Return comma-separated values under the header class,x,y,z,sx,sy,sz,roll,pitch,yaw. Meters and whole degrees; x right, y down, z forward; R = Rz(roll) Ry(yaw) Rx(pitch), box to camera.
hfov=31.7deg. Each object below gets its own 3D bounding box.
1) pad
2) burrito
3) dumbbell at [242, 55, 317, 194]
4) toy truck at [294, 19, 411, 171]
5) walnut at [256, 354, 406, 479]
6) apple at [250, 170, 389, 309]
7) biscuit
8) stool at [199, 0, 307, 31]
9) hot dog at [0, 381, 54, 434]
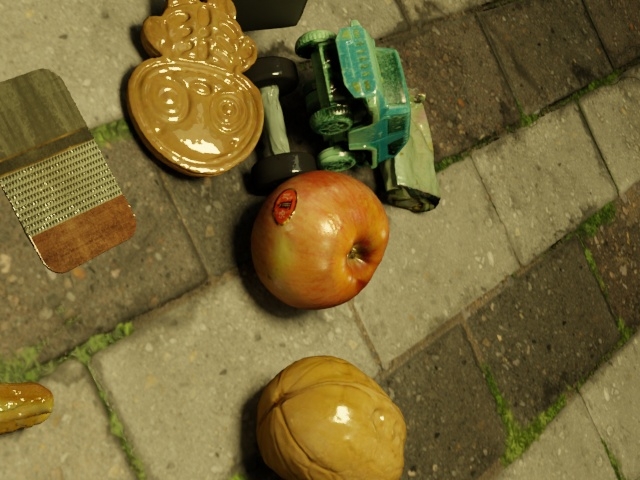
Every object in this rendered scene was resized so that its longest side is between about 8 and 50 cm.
class,x,y,z,sx,sy,sz,roll,pitch,yaw
pad,-0.364,-0.071,1.355,0.250,0.055,0.323,63,23,-5
burrito,0.139,-0.168,1.921,0.144,0.089,0.229,19,60,-57
dumbbell,-0.068,-0.171,1.686,0.100,0.100,0.191,4,70,-46
toy truck,0.053,-0.216,1.730,0.279,0.156,0.155,81,-2,-72
walnut,0.019,0.258,1.522,0.225,0.193,0.193,39,48,-29
apple,0.000,0.000,1.608,0.209,0.164,0.209,-30,135,-34
biscuit,-0.171,-0.229,1.595,0.202,0.044,0.289,13,70,-22
stool,-0.107,-0.430,1.678,0.232,0.232,0.141,37,46,-30
hot dog,-0.387,0.187,1.217,0.215,0.047,0.066,3,34,-47
